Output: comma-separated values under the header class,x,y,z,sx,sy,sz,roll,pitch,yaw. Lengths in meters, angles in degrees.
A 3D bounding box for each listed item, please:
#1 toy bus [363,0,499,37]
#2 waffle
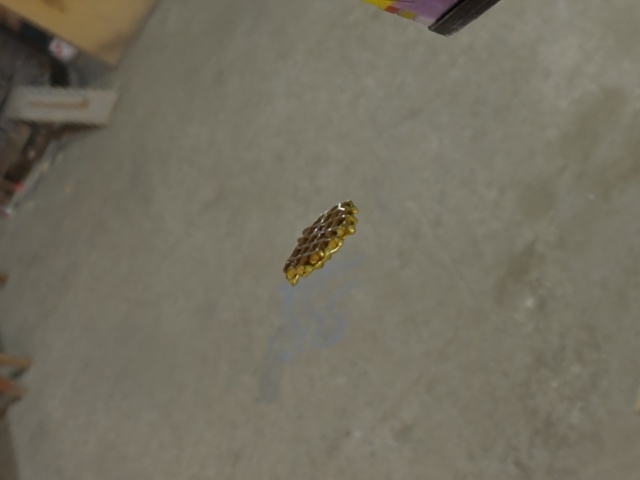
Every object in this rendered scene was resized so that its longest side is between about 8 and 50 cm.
class,x,y,z,sx,sy,sz,roll,pitch,yaw
toy bus,0.135,-0.498,1.617,0.209,0.249,0.440,149,133,-63
waffle,0.002,-0.002,1.138,0.078,0.016,0.085,-35,22,26
